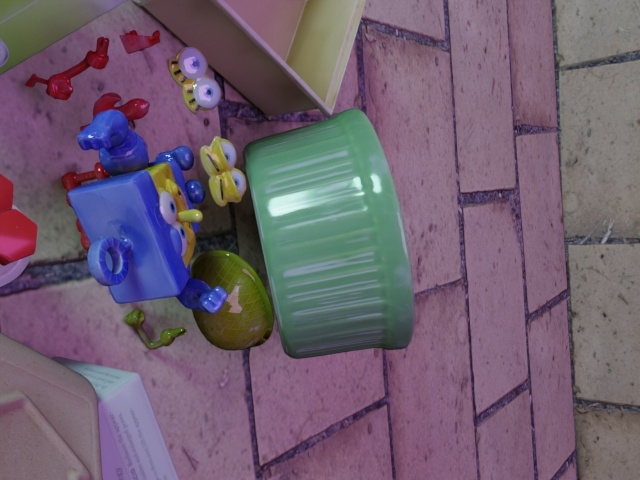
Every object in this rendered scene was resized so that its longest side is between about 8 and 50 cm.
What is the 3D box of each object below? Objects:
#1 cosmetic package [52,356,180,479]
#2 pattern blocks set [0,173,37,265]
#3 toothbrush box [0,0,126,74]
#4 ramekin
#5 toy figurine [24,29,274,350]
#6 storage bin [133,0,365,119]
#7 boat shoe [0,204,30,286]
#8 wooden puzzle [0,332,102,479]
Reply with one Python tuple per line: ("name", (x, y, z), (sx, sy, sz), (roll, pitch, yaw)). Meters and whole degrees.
("cosmetic package", (-0.254, 0.222, 0.575), (0.183, 0.151, 0.152), (-32, 114, -45))
("pattern blocks set", (-0.376, -0.070, 0.404), (0.285, 0.026, 0.325), (-41, 108, -43))
("toothbrush box", (-0.227, -0.289, 0.495), (0.206, 0.283, 0.122), (58, 7, -44))
("ramekin", (0.000, 0.000, 0.784), (0.148, 0.303, 0.304), (-12, 102, -6))
("toy figurine", (-0.173, 0.008, 0.582), (0.217, 0.191, 0.363), (-84, 162, -66))
("storage bin", (-0.071, -0.339, 0.832), (0.262, 0.123, 0.261), (36, 63, -44))
("boat shoe", (-0.384, 0.014, 0.469), (0.304, 0.091, 0.109), (-9, 101, -48))
("wooden puzzle", (-0.231, 0.164, 0.320), (0.322, 0.080, 0.348), (54, 7, -51))
